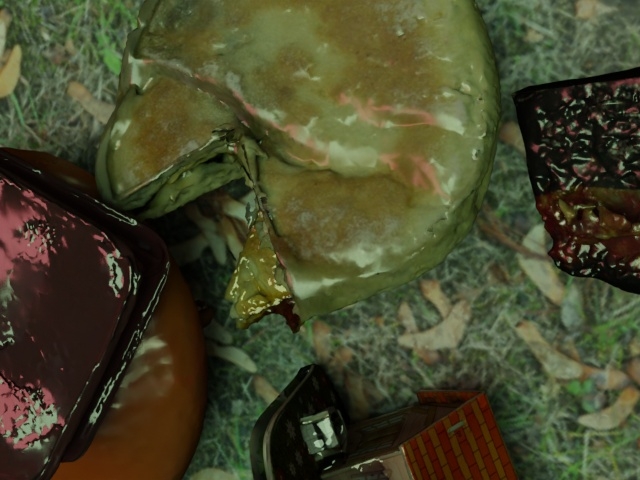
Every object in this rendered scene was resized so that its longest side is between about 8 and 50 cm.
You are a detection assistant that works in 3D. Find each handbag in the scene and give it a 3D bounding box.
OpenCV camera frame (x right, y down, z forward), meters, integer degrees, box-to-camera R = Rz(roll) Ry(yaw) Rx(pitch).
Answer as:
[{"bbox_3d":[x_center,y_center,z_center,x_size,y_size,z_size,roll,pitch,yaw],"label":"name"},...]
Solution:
[{"bbox_3d":[-0.235,0.046,0.673,0.216,0.074,0.203,27,100,12],"label":"handbag"}]

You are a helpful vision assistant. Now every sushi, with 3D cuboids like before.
[{"bbox_3d":[0.231,-0.043,0.650,0.172,0.153,0.151,-6,101,25],"label":"sushi"}]

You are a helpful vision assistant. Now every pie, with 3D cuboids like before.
[{"bbox_3d":[-0.015,-0.109,0.699,0.337,0.075,0.338,-4,71,13],"label":"pie"}]

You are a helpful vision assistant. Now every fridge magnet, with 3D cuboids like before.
[{"bbox_3d":[-0.263,0.099,0.803,0.363,0.155,0.364,3,100,15],"label":"fridge magnet"}]

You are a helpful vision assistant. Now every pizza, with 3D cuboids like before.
[{"bbox_3d":[-0.001,-0.001,0.751,0.154,0.069,0.194,44,95,14],"label":"pizza"}]

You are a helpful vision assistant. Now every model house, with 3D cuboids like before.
[{"bbox_3d":[0.085,0.230,0.706,0.153,0.207,0.294,-21,93,14],"label":"model house"}]
